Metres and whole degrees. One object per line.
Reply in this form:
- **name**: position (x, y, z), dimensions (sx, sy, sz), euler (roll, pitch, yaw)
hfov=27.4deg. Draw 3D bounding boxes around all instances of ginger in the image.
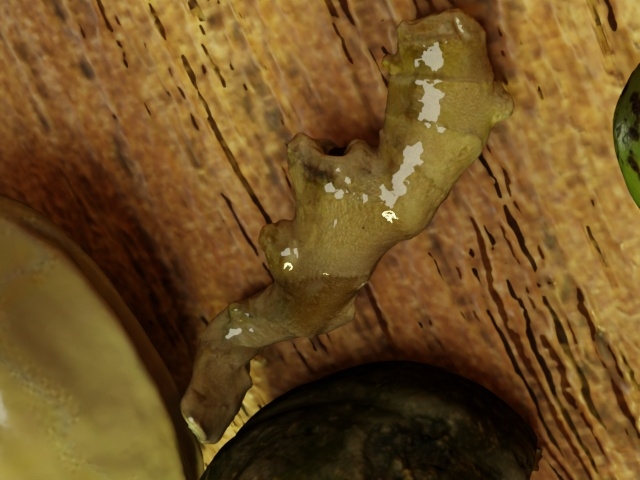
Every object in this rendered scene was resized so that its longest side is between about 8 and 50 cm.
- **ginger**: position (0.000, 0.000, 0.690), dimensions (0.089, 0.075, 0.288), euler (27, 122, -20)

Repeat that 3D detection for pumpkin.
- **pumpkin**: position (0.052, 0.204, 0.745), dimensions (0.190, 0.139, 0.280), euler (-19, 111, 31)

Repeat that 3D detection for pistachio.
- **pistachio**: position (-0.165, 0.100, 0.754), dimensions (0.182, 0.162, 0.293), euler (-13, 112, 19)

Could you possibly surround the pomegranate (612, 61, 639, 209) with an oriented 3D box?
- **pomegranate**: position (0.182, -0.032, 0.562), dimensions (0.115, 0.142, 0.114), euler (11, 145, 8)
